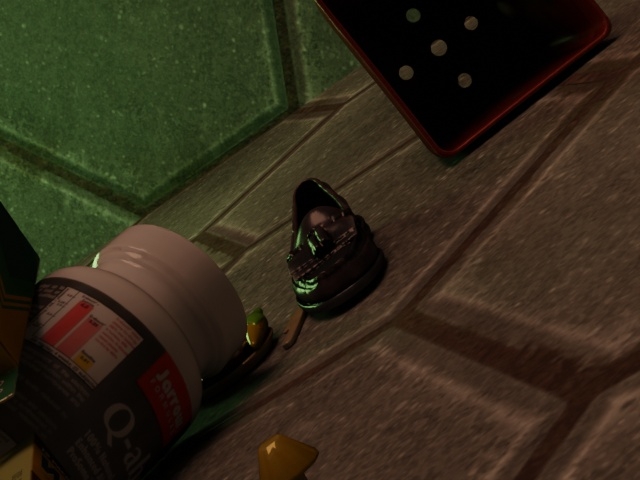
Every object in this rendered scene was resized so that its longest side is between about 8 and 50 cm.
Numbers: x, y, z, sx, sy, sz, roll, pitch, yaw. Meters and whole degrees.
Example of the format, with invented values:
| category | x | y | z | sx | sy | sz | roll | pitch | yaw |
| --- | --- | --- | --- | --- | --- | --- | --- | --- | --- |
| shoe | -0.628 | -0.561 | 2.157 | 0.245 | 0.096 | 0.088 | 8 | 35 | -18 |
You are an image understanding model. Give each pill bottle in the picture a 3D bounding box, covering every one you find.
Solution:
| category | x | y | z | sx | sy | sz | roll | pitch | yaw |
| --- | --- | --- | --- | --- | --- | --- | --- | --- | --- |
| pill bottle | -0.245 | 0.156 | 1.525 | 0.363 | 0.210 | 0.210 | -46 | 13 | -35 |

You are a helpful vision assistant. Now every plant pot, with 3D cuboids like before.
| category | x | y | z | sx | sy | sz | roll | pitch | yaw |
| --- | --- | --- | --- | --- | --- | --- | --- | --- | --- |
| plant pot | 0.163 | -0.266 | 2.009 | 0.267 | 0.267 | 0.236 | -38 | -2 | -6 |

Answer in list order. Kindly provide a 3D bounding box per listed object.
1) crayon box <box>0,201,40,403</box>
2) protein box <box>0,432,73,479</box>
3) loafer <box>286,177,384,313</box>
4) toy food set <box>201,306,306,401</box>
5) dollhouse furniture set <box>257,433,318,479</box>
| category | x | y | z | sx | sy | sz | roll | pitch | yaw |
| --- | --- | --- | --- | --- | --- | --- | --- | --- | --- |
| crayon box | -0.366 | 0.091 | 1.424 | 0.203 | 0.083 | 0.323 | -30 | 20 | 4 |
| protein box | -0.265 | 0.282 | 1.252 | 0.201 | 0.136 | 0.200 | -38 | 9 | -5 |
| loafer | 0.000 | 0.000 | 1.741 | 0.109 | 0.095 | 0.302 | -33 | 10 | 6 |
| toy food set | -0.105 | 0.125 | 1.701 | 0.192 | 0.038 | 0.132 | -34 | 10 | 15 |
| dollhouse furniture set | -0.170 | 0.218 | 1.048 | 0.303 | 0.198 | 0.286 | -41 | 11 | -24 |
